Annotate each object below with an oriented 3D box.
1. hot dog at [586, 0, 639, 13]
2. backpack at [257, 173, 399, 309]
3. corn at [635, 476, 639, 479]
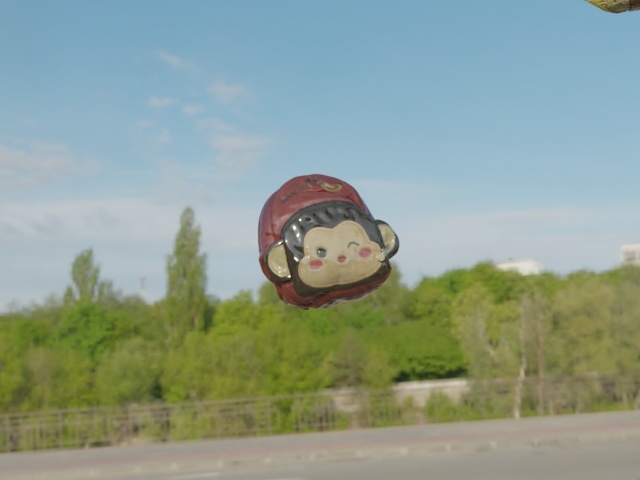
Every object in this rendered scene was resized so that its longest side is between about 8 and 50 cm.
[{"bbox_3d":[0.605,-0.481,1.776,0.261,0.123,0.093,0,3,16],"label":"hot dog"},{"bbox_3d":[0.001,-0.001,1.533,0.229,0.229,0.139,-2,-20,-19],"label":"backpack"},{"bbox_3d":[0.338,0.269,0.961,0.237,0.080,0.079,-32,-10,2],"label":"corn"}]
